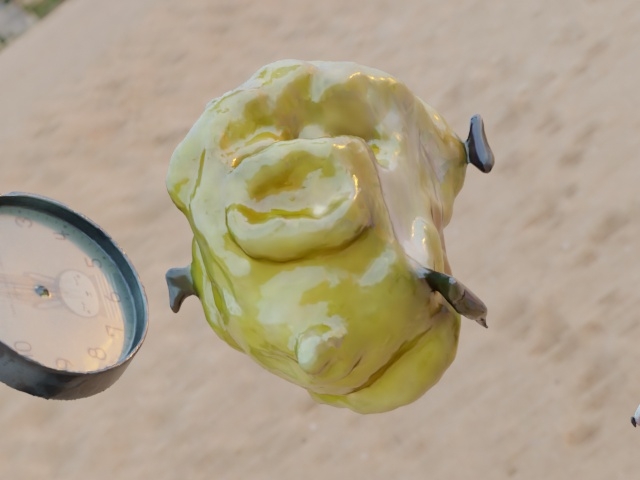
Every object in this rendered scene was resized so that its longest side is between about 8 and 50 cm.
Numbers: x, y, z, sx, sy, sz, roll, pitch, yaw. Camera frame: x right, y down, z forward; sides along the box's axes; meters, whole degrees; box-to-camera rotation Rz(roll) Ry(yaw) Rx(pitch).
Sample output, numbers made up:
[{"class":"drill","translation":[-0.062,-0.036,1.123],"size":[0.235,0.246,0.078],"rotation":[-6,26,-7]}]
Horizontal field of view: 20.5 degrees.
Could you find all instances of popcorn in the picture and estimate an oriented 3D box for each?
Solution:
[{"class":"popcorn","translation":[0.000,0.000,1.452],"size":[0.281,0.297,0.316],"rotation":[-17,4,15]}]

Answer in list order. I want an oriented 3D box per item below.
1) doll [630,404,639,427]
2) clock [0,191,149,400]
[{"class":"doll","translation":[0.362,0.114,1.480],"size":[0.181,0.110,0.106],"rotation":[-26,40,44]},{"class":"clock","translation":[-0.258,0.048,1.641],"size":[0.042,0.215,0.215],"rotation":[-47,4,37]}]
